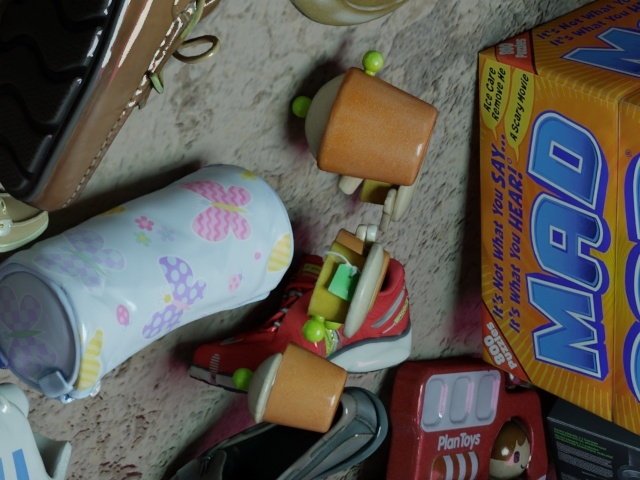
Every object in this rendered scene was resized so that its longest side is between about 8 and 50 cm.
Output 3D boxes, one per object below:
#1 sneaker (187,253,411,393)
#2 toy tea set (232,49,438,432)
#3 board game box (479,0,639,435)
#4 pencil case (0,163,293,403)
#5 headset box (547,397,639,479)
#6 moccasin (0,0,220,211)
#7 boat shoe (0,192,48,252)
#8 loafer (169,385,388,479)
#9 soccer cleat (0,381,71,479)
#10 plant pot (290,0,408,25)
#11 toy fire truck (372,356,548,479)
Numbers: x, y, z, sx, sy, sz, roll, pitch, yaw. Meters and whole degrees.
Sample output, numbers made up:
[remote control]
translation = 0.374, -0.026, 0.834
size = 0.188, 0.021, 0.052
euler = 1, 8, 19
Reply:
[sneaker]
translation = -0.020, 0.073, 1.860
size = 0.279, 0.107, 0.118
euler = -16, 113, -48
[toy tea set]
translation = 0.000, 0.000, 1.743
size = 0.200, 0.124, 0.336
euler = 101, 9, -64
[board game box]
translation = 0.408, -0.036, 1.981
size = 0.356, 0.356, 0.356
euler = -26, 126, -36
[pencil case]
translation = -0.141, 0.029, 1.597
size = 0.273, 0.124, 0.113
euler = -29, 170, -46
[headset box]
translation = 0.388, 0.203, 2.377
size = 0.246, 0.131, 0.283
euler = -57, 151, -29
[moccasin]
translation = -0.126, -0.195, 1.443
size = 0.147, 0.139, 0.380
euler = 21, 93, -47
[boat shoe]
translation = -0.260, -0.019, 1.494
size = 0.135, 0.050, 0.045
euler = -16, 136, -44
[loafer]
translation = -0.066, 0.212, 1.851
size = 0.267, 0.096, 0.084
euler = -33, 157, 11
[soccer cleat]
translation = -0.307, 0.155, 1.557
size = 0.143, 0.116, 0.331
euler = -64, 152, -15
[plant pot]
translation = 0.061, -0.283, 1.677
size = 0.236, 0.032, 0.236
euler = -31, 140, -31
[toy fire truck]
translation = 0.167, 0.250, 2.191
size = 0.302, 0.169, 0.253
euler = 0, 101, -53
